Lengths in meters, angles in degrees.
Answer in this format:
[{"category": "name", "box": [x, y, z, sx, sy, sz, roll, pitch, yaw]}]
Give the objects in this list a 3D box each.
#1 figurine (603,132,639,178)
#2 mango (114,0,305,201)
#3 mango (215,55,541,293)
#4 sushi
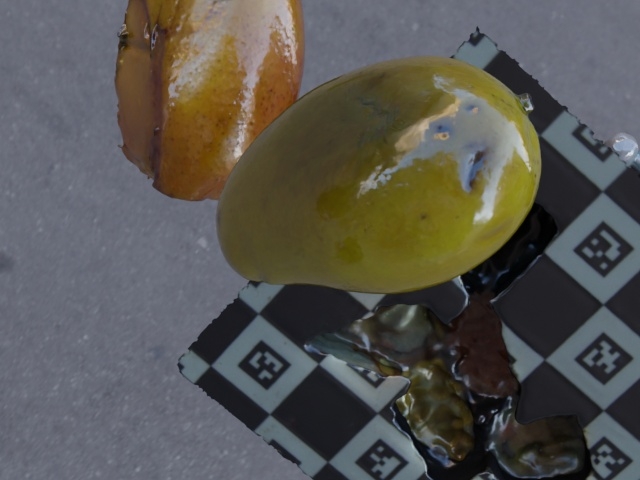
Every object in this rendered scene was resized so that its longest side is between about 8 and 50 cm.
[{"category": "figurine", "box": [0.490, -0.070, 1.542, 0.361, 0.378, 0.266, 63, 11, -1]}, {"category": "mango", "box": [-0.117, -0.213, 1.078, 0.199, 0.201, 0.350, 8, 89, -9]}, {"category": "mango", "box": [0.016, -0.023, 0.436, 0.076, 0.161, 0.103, 29, 55, -45]}, {"category": "sushi", "box": [0.128, 0.076, 0.800, 0.343, 0.359, 0.064, 40, 18, -6]}]
